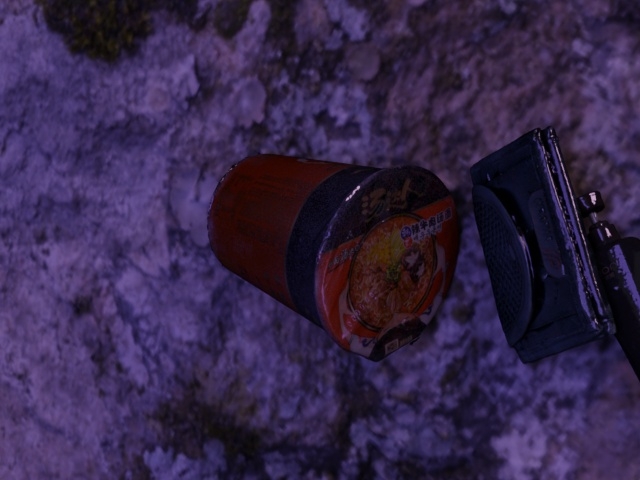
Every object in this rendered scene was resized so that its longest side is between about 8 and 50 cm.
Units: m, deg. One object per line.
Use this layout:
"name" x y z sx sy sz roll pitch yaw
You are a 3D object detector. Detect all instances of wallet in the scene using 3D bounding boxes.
"wallet" 0.126 0.005 0.753 0.088 0.026 0.129 -32 71 59

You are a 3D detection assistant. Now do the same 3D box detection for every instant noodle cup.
"instant noodle cup" 0.001 -0.002 0.817 0.135 0.127 0.127 20 102 45

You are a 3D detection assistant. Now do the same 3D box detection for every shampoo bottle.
"shampoo bottle" 0.181 0.035 0.724 0.048 0.027 0.137 -35 69 38
